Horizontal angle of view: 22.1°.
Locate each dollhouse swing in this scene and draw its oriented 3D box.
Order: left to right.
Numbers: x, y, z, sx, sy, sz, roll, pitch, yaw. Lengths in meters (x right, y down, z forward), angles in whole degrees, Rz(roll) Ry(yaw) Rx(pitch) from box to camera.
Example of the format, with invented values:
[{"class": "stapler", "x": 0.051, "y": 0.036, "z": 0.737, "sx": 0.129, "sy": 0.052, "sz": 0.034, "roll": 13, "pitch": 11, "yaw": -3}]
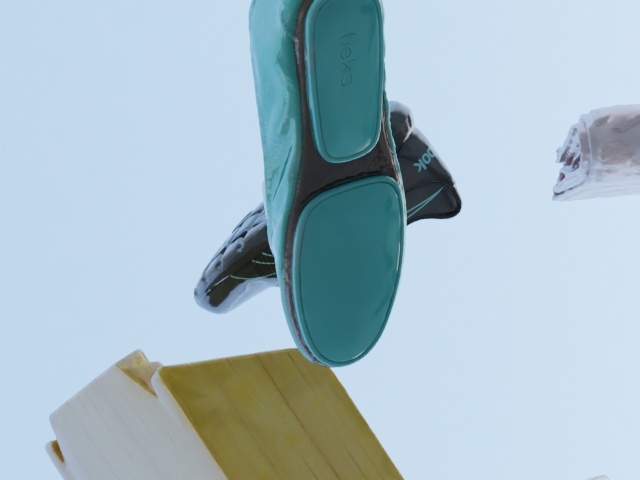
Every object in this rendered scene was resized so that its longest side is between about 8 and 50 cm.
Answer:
[{"class": "dollhouse swing", "x": 0.008, "y": 0.179, "z": 1.347, "sx": 0.305, "sy": 0.347, "sz": 0.315, "roll": -32, "pitch": -92, "yaw": -27}]

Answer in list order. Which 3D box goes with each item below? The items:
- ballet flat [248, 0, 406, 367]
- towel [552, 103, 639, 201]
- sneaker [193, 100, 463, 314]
[{"class": "ballet flat", "x": 0.001, "y": -0.049, "z": 0.943, "sx": 0.083, "sy": 0.087, "sz": 0.247, "roll": -14, "pitch": -60, "yaw": -22}, {"class": "towel", "x": 0.329, "y": -0.071, "z": 1.117, "sx": 0.332, "sy": 0.317, "sz": 0.053, "roll": -6, "pitch": -91, "yaw": 3}, {"class": "sneaker", "x": 0.000, "y": 0.000, "z": 1.331, "sx": 0.106, "sy": 0.267, "sz": 0.101, "roll": 45, "pitch": -144, "yaw": -11}]
